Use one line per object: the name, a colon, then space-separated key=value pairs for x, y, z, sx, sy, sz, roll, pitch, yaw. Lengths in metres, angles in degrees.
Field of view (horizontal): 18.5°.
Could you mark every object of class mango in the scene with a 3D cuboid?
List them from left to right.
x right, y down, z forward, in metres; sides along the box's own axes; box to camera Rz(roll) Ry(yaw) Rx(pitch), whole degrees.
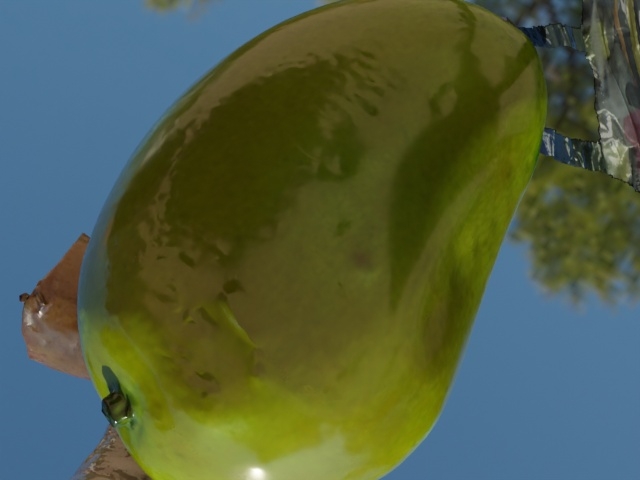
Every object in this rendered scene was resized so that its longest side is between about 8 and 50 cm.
mango: x=-0.009 y=0.000 z=0.942 sx=0.185 sy=0.273 sz=0.149 roll=20 pitch=166 yaw=3

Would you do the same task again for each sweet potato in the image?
sweet potato: x=-0.084 y=0.089 z=1.650 sx=0.337 sy=0.131 sz=0.131 roll=16 pitch=-152 yaw=6

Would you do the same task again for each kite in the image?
kite: x=0.128 y=-0.087 z=0.885 sx=0.022 sy=0.204 sz=0.360 roll=-19 pitch=-171 yaw=-10

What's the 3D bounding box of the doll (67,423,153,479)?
doll: x=-0.105 y=0.161 z=1.095 sx=0.095 sy=0.149 sz=0.192 roll=47 pitch=-128 yaw=-12
